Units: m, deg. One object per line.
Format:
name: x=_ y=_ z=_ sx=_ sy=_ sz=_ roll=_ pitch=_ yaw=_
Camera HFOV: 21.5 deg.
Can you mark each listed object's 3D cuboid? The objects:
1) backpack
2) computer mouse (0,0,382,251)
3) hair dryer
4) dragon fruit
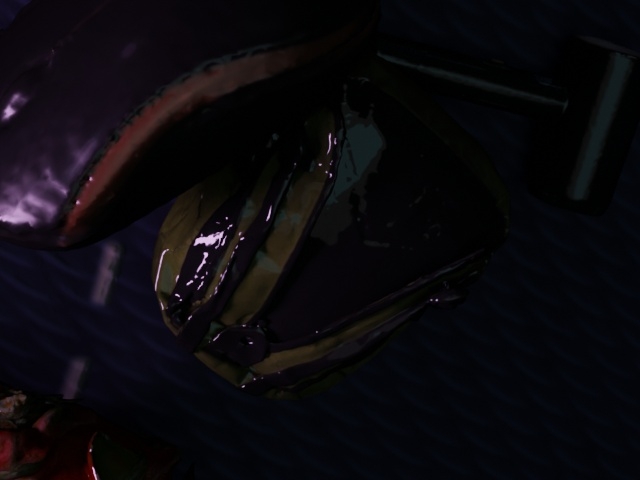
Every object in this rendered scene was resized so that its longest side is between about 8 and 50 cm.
backpack: x=0.000 y=0.000 z=1.186 sx=0.207 sy=0.140 sz=0.253 roll=39 pitch=102 yaw=-24
computer mouse: x=-0.111 y=-0.120 z=1.087 sx=0.323 sy=0.183 sz=0.116 roll=-35 pitch=139 yaw=-7
hair dryer: x=0.116 y=-0.102 z=1.247 sx=0.255 sy=0.070 sz=0.128 roll=11 pitch=104 yaw=-15
dragon fruit: x=-0.146 y=0.203 z=1.170 sx=0.269 sy=0.198 sz=0.200 roll=17 pitch=124 yaw=-5
